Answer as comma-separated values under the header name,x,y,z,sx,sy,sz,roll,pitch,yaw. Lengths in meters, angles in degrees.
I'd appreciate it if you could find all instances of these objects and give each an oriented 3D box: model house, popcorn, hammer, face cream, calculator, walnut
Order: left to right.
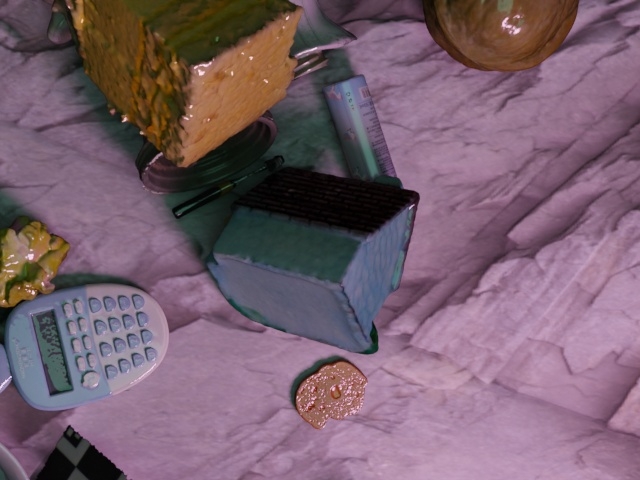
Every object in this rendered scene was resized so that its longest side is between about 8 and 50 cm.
name,x,y,z,sx,sy,sz,roll,pitch,yaw
popcorn,-0.467,0.035,1.483,0.126,0.125,0.145,34,65,-18
calculator,-0.393,0.169,1.526,0.302,0.042,0.188,-13,87,-13
hammer,-0.149,-0.088,1.552,0.201,0.078,0.021,-27,96,0
model house,0.000,0.000,1.520,0.280,0.230,0.249,14,59,27
face cream,0.072,-0.153,1.573,0.075,0.075,0.229,-20,97,-7
walnut,0.292,-0.403,1.510,0.283,0.227,0.283,0,91,-22

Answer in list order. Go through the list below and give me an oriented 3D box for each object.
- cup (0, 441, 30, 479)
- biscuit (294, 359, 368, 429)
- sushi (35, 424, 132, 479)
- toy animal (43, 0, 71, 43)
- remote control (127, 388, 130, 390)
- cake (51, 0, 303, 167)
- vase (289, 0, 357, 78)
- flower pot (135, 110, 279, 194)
name,x,y,z,sx,sy,sz,roll,pitch,yaw
cup,-0.599,0.420,1.474,0.347,0.163,0.347,0,93,-8
biscuit,0.019,0.261,1.629,0.130,0.019,0.102,-30,98,-5
sushi,-0.332,0.516,1.499,0.373,0.100,0.296,27,84,34
toy animal,-0.362,-0.428,1.357,0.266,0.308,0.188,-42,83,20
remote control,-0.394,0.220,1.557,0.166,0.029,0.065,-4,85,-12
cake,-0.196,-0.292,1.287,0.286,0.222,0.227,43,58,12
vase,-0.111,-0.454,1.433,0.250,0.250,0.445,-26,101,-6
flower pot,-0.194,-0.182,1.477,0.235,0.235,0.141,-26,76,-6
